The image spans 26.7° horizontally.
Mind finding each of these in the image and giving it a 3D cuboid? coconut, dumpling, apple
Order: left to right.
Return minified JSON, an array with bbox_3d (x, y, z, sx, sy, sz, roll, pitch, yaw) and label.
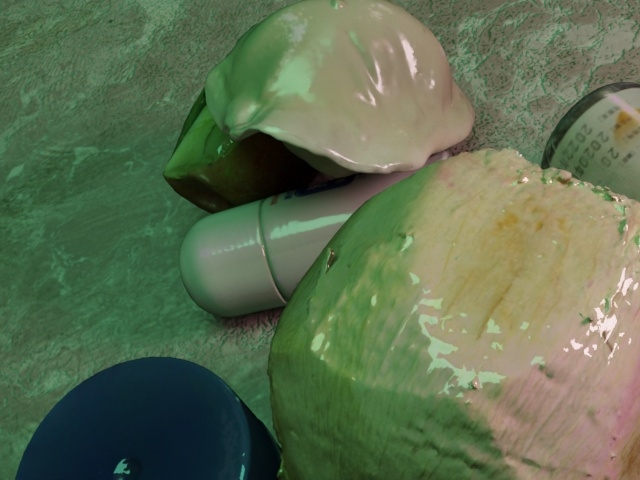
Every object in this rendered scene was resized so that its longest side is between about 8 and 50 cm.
[{"bbox_3d":[-0.081,-0.117,1.658,0.188,0.173,0.207,-67,15,-11],"label":"apple"},{"bbox_3d":[0.041,-0.161,1.480,0.318,0.187,0.243,0,32,-14],"label":"dumpling"},{"bbox_3d":[0.131,0.149,1.205,0.404,0.405,0.405,-12,49,15],"label":"coconut"}]

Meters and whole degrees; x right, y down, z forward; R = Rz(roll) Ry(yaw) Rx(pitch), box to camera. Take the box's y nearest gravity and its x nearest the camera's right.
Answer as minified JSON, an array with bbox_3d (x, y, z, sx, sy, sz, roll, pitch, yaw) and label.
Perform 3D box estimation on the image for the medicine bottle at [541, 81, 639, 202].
[{"bbox_3d":[0.369,-0.036,1.401,0.165,0.165,0.273,-36,47,-7],"label":"medicine bottle"}]

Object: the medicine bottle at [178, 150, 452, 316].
[{"bbox_3d":[0.000,0.000,1.561,0.340,0.130,0.130,-15,48,13],"label":"medicine bottle"}]

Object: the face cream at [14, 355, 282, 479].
[{"bbox_3d":[-0.144,0.273,1.336,0.249,0.225,0.249,-11,52,15],"label":"face cream"}]
